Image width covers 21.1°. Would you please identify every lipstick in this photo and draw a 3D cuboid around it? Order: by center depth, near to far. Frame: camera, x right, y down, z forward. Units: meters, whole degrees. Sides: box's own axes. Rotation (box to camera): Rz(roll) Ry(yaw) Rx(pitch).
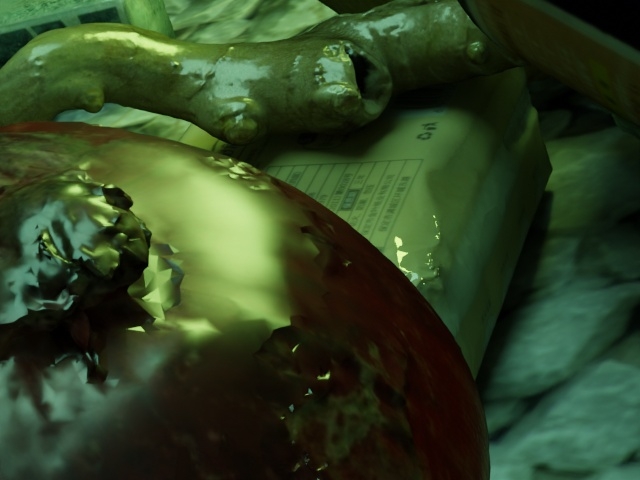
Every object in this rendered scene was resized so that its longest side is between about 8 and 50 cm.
[{"bbox_3d":[-0.246,-0.128,1.217,0.289,0.077,0.076,-11,29,16],"label":"lipstick"}]

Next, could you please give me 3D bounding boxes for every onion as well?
[{"bbox_3d":[-0.083,0.083,0.543,0.276,0.276,0.276,-16,28,9],"label":"onion"}]

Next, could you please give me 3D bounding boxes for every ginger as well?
[{"bbox_3d":[-0.033,-0.073,0.797,0.288,0.075,0.089,-11,37,0],"label":"ginger"}]

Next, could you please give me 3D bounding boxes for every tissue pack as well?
[{"bbox_3d":[0.000,0.000,0.813,0.186,0.090,0.222,-5,33,22],"label":"tissue pack"}]

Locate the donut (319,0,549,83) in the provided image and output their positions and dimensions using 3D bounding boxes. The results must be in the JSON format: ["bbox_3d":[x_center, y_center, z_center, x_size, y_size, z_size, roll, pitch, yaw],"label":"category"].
[{"bbox_3d":[0.124,-0.193,0.896,0.303,0.303,0.110,-30,65,-17],"label":"donut"}]

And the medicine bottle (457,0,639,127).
[{"bbox_3d":[0.234,-0.098,0.619,0.242,0.242,0.395,-33,54,-22],"label":"medicine bottle"}]

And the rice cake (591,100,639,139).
[{"bbox_3d":[0.200,-0.130,0.835,0.206,0.063,0.069,-61,3,8],"label":"rice cake"}]
